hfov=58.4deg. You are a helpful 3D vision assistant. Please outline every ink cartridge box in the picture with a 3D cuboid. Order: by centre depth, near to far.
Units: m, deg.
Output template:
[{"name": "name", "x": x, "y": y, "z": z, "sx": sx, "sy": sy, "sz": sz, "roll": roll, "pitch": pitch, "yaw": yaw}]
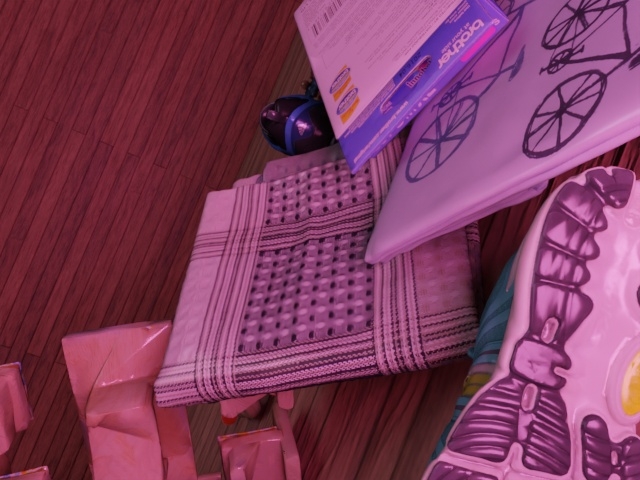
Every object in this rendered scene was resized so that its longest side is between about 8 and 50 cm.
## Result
[{"name": "ink cartridge box", "x": 0.070, "y": -0.222, "z": 0.596, "sx": 0.186, "sy": 0.065, "sz": 0.311, "roll": -45, "pitch": 39, "yaw": 31}]

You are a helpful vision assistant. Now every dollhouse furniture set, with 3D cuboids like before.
[{"name": "dollhouse furniture set", "x": -0.220, "y": 0.278, "z": 0.727, "sx": 0.256, "sy": 0.362, "sz": 0.393, "roll": -129, "pitch": 33, "yaw": -71}]

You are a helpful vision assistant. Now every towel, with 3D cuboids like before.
[{"name": "towel", "x": 0.000, "y": 0.000, "z": 0.579, "sx": 0.312, "sy": 0.056, "sz": 0.324, "roll": -14, "pitch": 41, "yaw": 21}]

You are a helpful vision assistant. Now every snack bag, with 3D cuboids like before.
[{"name": "snack bag", "x": 0.184, "y": -0.152, "z": 0.438, "sx": 0.343, "sy": 0.037, "sz": 0.323, "roll": -32, "pitch": 28, "yaw": 53}]

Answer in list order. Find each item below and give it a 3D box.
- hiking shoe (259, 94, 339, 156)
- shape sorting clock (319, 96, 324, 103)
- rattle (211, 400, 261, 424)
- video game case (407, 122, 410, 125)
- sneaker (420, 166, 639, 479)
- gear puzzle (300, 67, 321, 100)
[{"name": "hiking shoe", "x": -0.025, "y": -0.175, "z": 0.863, "sx": 0.113, "sy": 0.132, "sz": 0.304, "roll": -63, "pitch": 13, "yaw": 3}, {"name": "shape sorting clock", "x": 0.015, "y": -0.351, "z": 1.358, "sx": 0.206, "sy": 0.040, "sz": 0.206, "roll": -46, "pitch": 27, "yaw": 32}, {"name": "rattle", "x": -0.128, "y": 0.232, "z": 0.982, "sx": 0.199, "sy": 0.130, "sz": 0.142, "roll": 88, "pitch": -156, "yaw": -58}, {"name": "video game case", "x": 0.036, "y": -0.036, "z": 0.819, "sx": 0.244, "sy": 0.061, "sz": 0.269, "roll": -50, "pitch": 23, "yaw": 45}, {"name": "sneaker", "x": 0.125, "y": 0.093, "z": 0.330, "sx": 0.110, "sy": 0.107, "sz": 0.275, "roll": 89, "pitch": -153, "yaw": -81}, {"name": "gear puzzle", "x": 0.061, "y": -0.439, "z": 1.249, "sx": 0.339, "sy": 0.044, "sz": 0.175, "roll": -36, "pitch": 33, "yaw": 46}]
